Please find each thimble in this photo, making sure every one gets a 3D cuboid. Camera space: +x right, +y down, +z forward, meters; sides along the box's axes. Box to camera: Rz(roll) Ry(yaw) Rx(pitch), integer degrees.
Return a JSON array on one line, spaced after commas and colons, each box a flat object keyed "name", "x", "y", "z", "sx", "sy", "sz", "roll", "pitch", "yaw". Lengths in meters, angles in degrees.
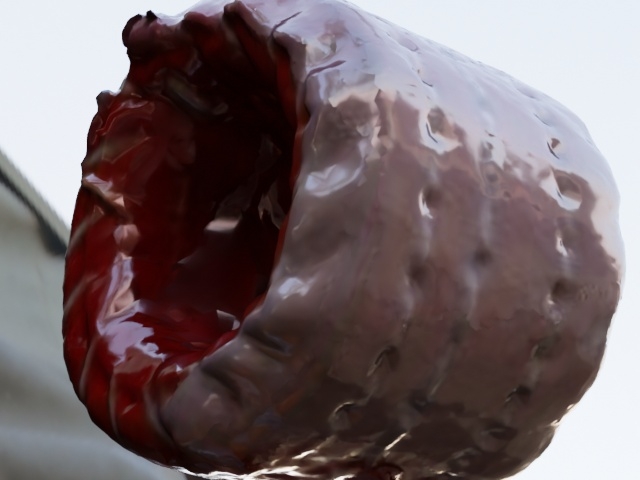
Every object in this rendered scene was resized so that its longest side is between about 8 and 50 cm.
[{"name": "thimble", "x": 0.001, "y": 0.005, "z": 0.624, "sx": 0.125, "sy": 0.189, "sz": 0.163, "roll": 18, "pitch": -81, "yaw": -31}]
